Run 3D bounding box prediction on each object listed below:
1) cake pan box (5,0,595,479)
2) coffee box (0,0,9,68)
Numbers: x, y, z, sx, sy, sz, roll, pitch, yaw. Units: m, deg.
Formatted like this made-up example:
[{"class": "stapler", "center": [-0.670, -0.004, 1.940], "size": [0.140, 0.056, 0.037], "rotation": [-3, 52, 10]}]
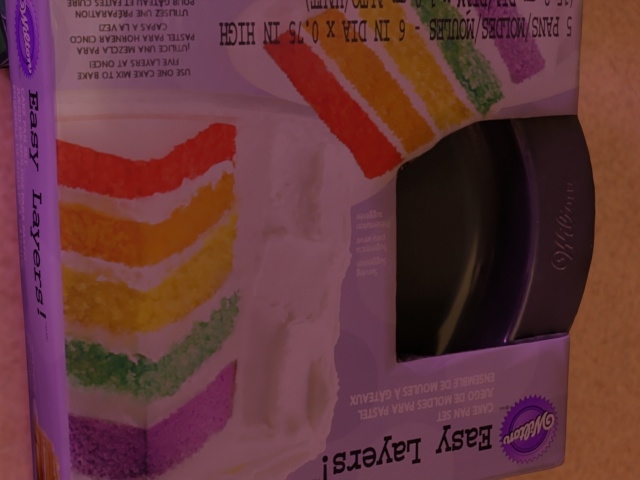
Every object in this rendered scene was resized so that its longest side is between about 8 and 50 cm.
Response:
[{"class": "cake pan box", "center": [0.000, 0.000, 0.577], "size": [0.267, 0.070, 0.245], "rotation": [-4, 104, -27]}, {"class": "coffee box", "center": [-0.066, -0.146, 0.583], "size": [0.184, 0.040, 0.113], "rotation": [-15, 97, -25]}]
